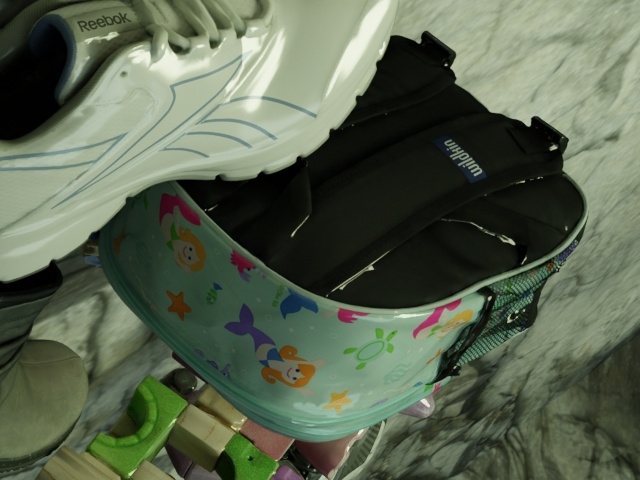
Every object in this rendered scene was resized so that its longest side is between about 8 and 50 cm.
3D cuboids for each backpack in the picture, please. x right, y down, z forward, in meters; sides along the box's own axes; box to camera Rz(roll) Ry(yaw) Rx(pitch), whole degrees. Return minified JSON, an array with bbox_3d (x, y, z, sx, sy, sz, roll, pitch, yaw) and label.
[{"bbox_3d":[0.000,0.000,1.101,0.253,0.225,0.191,-23,149,-52],"label":"backpack"}]

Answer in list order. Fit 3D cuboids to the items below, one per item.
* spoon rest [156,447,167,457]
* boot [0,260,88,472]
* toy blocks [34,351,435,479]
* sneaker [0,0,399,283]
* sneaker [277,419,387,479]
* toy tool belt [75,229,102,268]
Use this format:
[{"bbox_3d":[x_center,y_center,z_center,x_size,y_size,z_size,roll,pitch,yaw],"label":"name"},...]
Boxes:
[{"bbox_3d":[-0.101,0.181,1.735,0.276,0.084,0.137,-44,169,-22],"label":"spoon rest"},{"bbox_3d":[-0.201,0.072,1.193,0.161,0.083,0.246,-51,160,27],"label":"boot"},{"bbox_3d":[-0.056,0.216,1.433,0.288,0.260,0.309,-51,175,-34],"label":"toy blocks"},{"bbox_3d":[-0.081,-0.084,0.948,0.297,0.111,0.129,-31,158,-18],"label":"sneaker"},{"bbox_3d":[-0.026,0.215,1.711,0.234,0.078,0.106,-47,172,12],"label":"sneaker"},{"bbox_3d":[-0.125,-0.010,1.153,0.052,0.051,0.083,-26,161,-30],"label":"toy tool belt"}]
